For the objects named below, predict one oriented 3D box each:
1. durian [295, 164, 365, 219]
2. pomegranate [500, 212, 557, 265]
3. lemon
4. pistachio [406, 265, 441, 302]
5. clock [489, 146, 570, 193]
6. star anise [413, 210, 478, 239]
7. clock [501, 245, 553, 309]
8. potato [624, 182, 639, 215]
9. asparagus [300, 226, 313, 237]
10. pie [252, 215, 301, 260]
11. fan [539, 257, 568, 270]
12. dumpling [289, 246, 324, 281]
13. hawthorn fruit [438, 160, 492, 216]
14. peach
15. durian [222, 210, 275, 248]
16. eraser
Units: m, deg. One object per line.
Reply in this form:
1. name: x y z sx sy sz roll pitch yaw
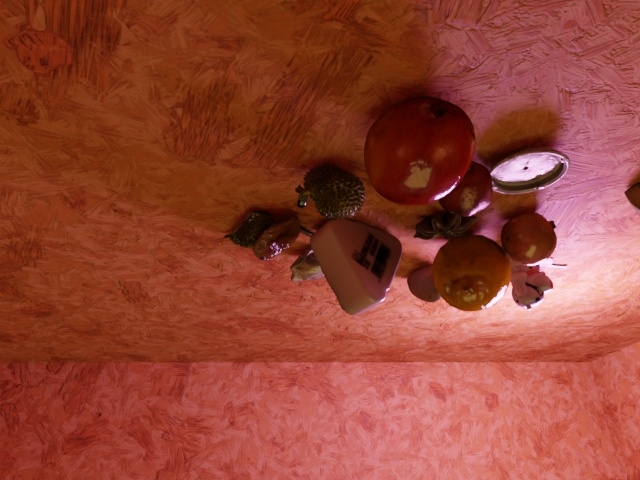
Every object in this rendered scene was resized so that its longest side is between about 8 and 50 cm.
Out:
1. durian: 0.038 -0.148 1.523 0.198 0.159 0.146 27 117 -1
2. pomegranate: 0.727 -0.006 1.831 0.191 0.191 0.191 -2 152 -1
3. lemon: 0.547 0.116 1.916 0.297 0.297 0.297 -2 152 -1
4. pistachio: 0.456 0.181 2.210 0.138 0.153 0.238 20 172 -21
5. clock: 0.607 -0.213 1.554 0.237 0.053 0.236 -1 154 0
6. star anise: 0.432 -0.056 1.818 0.212 0.073 0.197 1 156 -14
7. clock: 0.800 0.147 2.060 0.189 0.253 0.189 -5 149 -3
8. potato: 1.199 -0.100 1.666 0.280 0.212 0.330 20 146 -36
9. asparagus: 0.000 0.000 1.933 0.025 0.024 0.248 31 -179 44
10. pie: -0.142 -0.010 1.771 0.195 0.046 0.195 -39 160 -17
11. fan: 0.959 0.106 2.253 0.227 0.008 0.152 4 151 -11
12. dumpling: -0.031 0.087 2.010 0.199 0.118 0.136 -29 138 -10
13. hawthorn fruit: 0.427 -0.171 1.530 0.163 0.162 0.203 -1 142 -4
14. peach: 0.241 -0.226 1.308 0.281 0.238 0.280 14 125 21
15. durian: -0.235 -0.018 1.800 0.137 0.095 0.221 16 152 -32
16. eraser: 0.139 0.101 1.836 0.331 0.331 0.150 16 147 -32
